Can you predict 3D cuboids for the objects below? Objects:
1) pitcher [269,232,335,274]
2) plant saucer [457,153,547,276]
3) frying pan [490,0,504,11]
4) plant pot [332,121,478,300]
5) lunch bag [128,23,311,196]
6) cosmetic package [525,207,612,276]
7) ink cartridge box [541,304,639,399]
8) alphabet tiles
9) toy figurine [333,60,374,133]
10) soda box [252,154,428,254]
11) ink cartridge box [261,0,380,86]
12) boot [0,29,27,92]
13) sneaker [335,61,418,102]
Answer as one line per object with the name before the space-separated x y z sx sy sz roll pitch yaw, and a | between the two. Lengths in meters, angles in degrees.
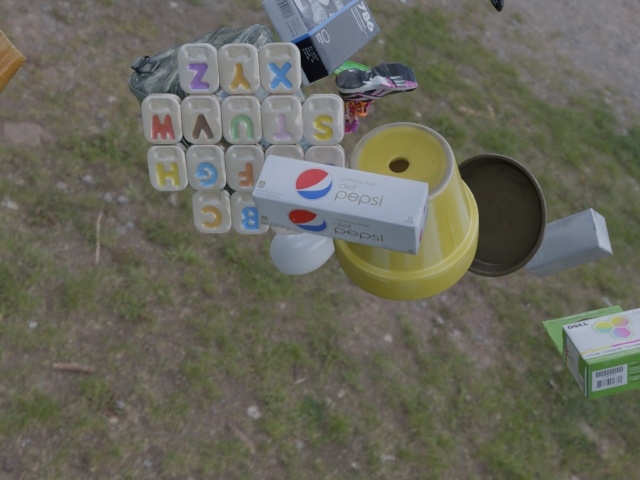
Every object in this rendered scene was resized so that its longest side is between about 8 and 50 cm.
pitcher | 0.000 0.000 1.942 0.178 0.207 0.125 17 47 -56
plant saucer | 0.387 -0.057 1.873 0.041 0.278 0.278 -6 55 -48
frying pan | 0.232 -0.507 1.140 0.053 0.197 0.326 -19 78 -17
plant pot | 0.137 -0.062 1.380 0.254 0.239 0.254 -4 58 6
lunch bag | -0.173 -0.209 1.481 0.212 0.256 0.305 -59 136 -29
cosmetic package | 0.711 0.010 2.419 0.107 0.238 0.127 24 56 -48
ink cartridge box | 0.583 0.191 1.705 0.189 0.097 0.255 -13 32 -2
alphabet tiles | -0.107 -0.136 1.166 0.284 0.278 0.021 1 23 6
toy figurine | 0.075 -0.325 1.995 0.130 0.159 0.173 -7 36 -34
soda box | 0.027 -0.047 1.066 0.216 0.074 0.069 11 62 14
ink cartridge box | 0.020 -0.420 1.536 0.165 0.065 0.332 60 34 -17
boot | -0.511 -0.200 1.190 0.104 0.211 0.295 50 2 -43
sneaker | 0.122 -0.339 1.817 0.178 0.077 0.072 0 64 1
